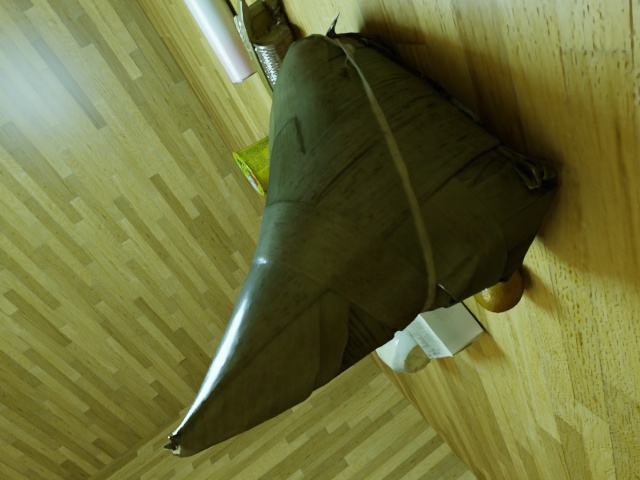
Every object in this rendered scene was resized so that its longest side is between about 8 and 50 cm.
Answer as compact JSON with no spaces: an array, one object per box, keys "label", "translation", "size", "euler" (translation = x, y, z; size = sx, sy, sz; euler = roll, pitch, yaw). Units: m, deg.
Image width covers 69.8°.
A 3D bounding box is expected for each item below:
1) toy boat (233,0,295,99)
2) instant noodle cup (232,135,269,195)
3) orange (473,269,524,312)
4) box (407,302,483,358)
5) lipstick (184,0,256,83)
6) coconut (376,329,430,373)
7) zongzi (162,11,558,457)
[{"label":"toy boat","translation":[-0.078,-0.343,0.908],"size":[0.115,0.089,0.310],"euler":[43,164,42]},{"label":"instant noodle cup","translation":[-0.190,-0.266,1.579],"size":[0.182,0.144,0.182],"euler":[51,170,13]},{"label":"orange","translation":[0.265,0.067,0.689],"size":[0.085,0.085,0.085],"euler":[53,171,13]},{"label":"box","translation":[0.257,0.179,1.053],"size":[0.168,0.095,0.212],"euler":[54,172,13]},{"label":"lipstick","translation":[-0.260,-0.547,1.106],"size":[0.326,0.087,0.087],"euler":[60,170,-27]},{"label":"coconut","translation":[0.246,0.304,1.365],"size":[0.161,0.161,0.162],"euler":[61,171,-34]},{"label":"zongzi","translation":[-0.050,-0.089,0.550],"size":[0.500,0.467,0.218],"euler":[52,149,28]}]
